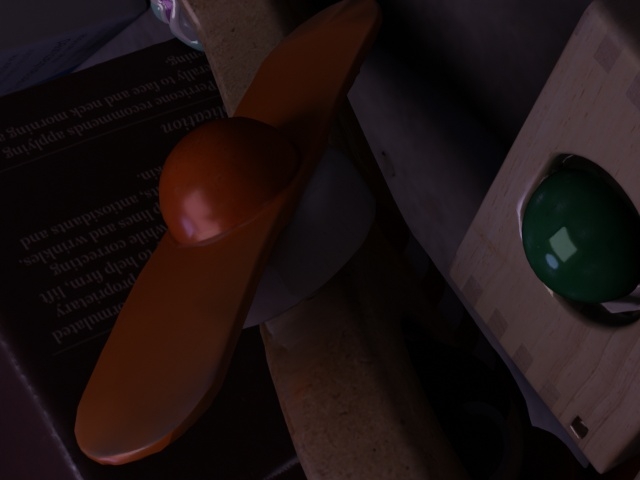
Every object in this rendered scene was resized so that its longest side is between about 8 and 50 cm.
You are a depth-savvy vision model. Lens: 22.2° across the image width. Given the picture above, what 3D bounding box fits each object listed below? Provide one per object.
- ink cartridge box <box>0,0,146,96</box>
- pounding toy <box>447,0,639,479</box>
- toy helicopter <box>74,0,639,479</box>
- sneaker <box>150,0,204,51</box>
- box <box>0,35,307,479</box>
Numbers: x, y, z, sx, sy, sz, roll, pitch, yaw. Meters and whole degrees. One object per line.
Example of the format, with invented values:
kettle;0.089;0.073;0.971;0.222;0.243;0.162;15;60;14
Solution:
ink cartridge box;-0.268;-0.138;0.798;0.198;0.270;0.197;-21;91;62
pounding toy;0.102;0.007;0.407;0.100;0.141;0.130;54;149;22
toy helicopter;0.000;0.000;0.534;0.235;0.140;0.355;40;-158;-51
sneaker;-0.051;-0.130;0.677;0.069;0.038;0.098;-21;92;62
box;-0.075;0.049;0.707;0.203;0.168;0.167;55;149;22
